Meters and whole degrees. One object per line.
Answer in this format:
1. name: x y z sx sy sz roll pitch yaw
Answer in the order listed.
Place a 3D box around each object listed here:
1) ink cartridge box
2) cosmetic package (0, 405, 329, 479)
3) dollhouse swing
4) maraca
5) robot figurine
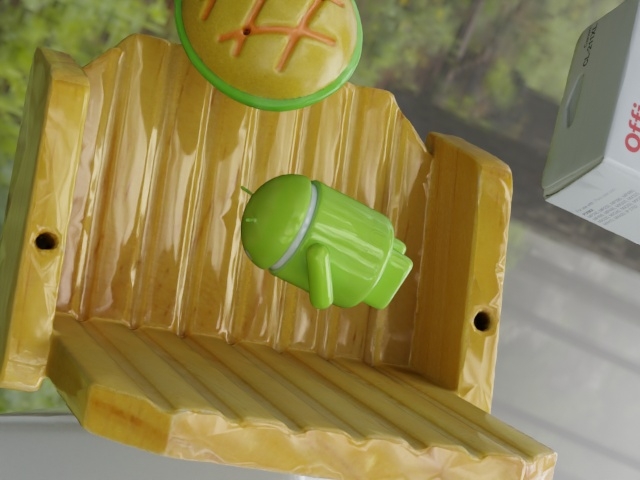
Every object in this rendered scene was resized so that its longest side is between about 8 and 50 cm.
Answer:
1. ink cartridge box: 0.237 -0.055 0.966 0.072 0.175 0.127 -37 -147 62
2. cosmetic package: -0.078 0.332 1.380 0.329 0.327 0.393 1 85 -63
3. dollhouse swing: -0.017 0.002 1.053 0.305 0.347 0.315 158 -59 -69
4. maraca: -0.047 -0.171 1.132 0.127 0.185 0.099 -27 160 -18
5. robot figurine: 0.000 0.000 1.012 0.067 0.115 0.101 -56 -159 19
